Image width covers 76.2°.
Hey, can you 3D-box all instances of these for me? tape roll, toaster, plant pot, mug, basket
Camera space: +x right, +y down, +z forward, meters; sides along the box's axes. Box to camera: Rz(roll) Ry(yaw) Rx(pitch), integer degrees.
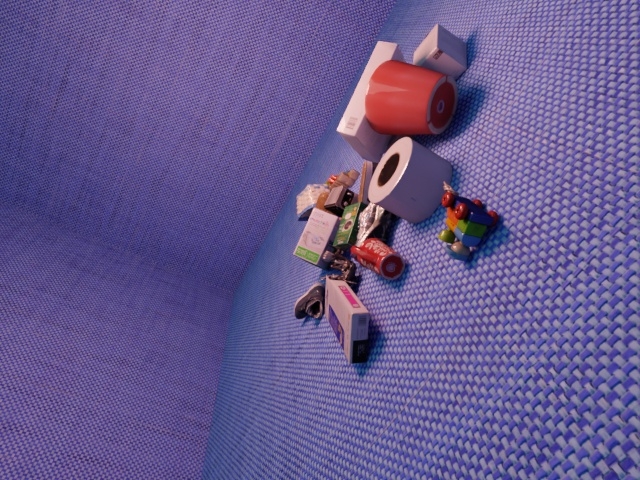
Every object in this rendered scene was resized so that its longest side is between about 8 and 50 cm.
[{"bbox_3d":[0.343,-0.476,1.787,0.219,0.072,0.219,-54,19,29],"label":"tape roll"},{"bbox_3d":[0.121,-0.157,1.850,0.110,0.168,0.185,-65,18,-10],"label":"toaster"},{"bbox_3d":[0.335,-0.498,1.465,0.243,0.275,0.275,26,91,40],"label":"plant pot"},{"bbox_3d":[0.190,0.069,1.380,0.169,0.150,0.113,-141,43,-68],"label":"mug"},{"bbox_3d":[0.297,-0.201,1.377,0.246,0.169,0.246,-55,19,29],"label":"tape roll"},{"bbox_3d":[-0.012,-0.149,2.223,0.255,0.201,0.289,-30,66,58],"label":"basket"}]

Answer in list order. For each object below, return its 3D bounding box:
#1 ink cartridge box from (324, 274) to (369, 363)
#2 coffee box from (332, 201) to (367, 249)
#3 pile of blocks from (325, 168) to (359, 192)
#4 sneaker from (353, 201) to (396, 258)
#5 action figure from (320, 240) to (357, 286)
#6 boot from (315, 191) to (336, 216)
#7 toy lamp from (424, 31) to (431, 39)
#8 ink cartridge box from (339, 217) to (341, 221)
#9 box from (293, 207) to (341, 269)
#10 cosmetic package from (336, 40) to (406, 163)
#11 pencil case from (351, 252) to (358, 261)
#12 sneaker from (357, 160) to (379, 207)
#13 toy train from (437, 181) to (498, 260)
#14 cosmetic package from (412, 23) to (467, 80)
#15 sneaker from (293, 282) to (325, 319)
[{"bbox_3d":[0.082,0.261,1.443,0.371,0.069,0.176,-134,44,-70],"label":"ink cartridge box"},{"bbox_3d":[0.117,-0.057,1.620,0.113,0.040,0.184,-14,53,58],"label":"coffee box"},{"bbox_3d":[0.085,-0.326,2.278,0.362,0.112,0.149,-38,31,55],"label":"pile of blocks"},{"bbox_3d":[0.192,-0.052,1.538,0.122,0.110,0.283,16,70,47],"label":"sneaker"},{"bbox_3d":[0.070,0.116,1.651,0.276,0.141,0.164,-101,18,-64],"label":"action figure"},{"bbox_3d":[0.002,-0.089,2.042,0.115,0.112,0.305,-23,-56,-60],"label":"boot"},{"bbox_3d":[0.522,-0.866,1.785,0.080,0.080,0.275,-57,20,25],"label":"toy lamp"},{"bbox_3d":[0.117,-0.125,2.043,0.115,0.029,0.063,-49,24,42],"label":"ink cartridge box"},{"bbox_3d":[0.000,0.000,1.866,0.231,0.126,0.262,-65,-14,-6],"label":"box"},{"bbox_3d":[0.233,-0.537,1.631,0.097,0.284,0.377,25,90,31],"label":"cosmetic package"},{"bbox_3d":[0.170,-0.011,1.623,0.098,0.095,0.209,-23,43,38],"label":"pencil case"},{"bbox_3d":[0.238,-0.188,1.674,0.099,0.153,0.282,-93,6,-53],"label":"sneaker"},{"bbox_3d":[0.365,-0.057,1.116,0.248,0.105,0.143,-104,29,-64],"label":"toy train"},{"bbox_3d":[0.467,-0.710,1.604,0.151,0.151,0.184,-44,26,51],"label":"cosmetic package"},{"bbox_3d":[-0.057,0.315,1.852,0.226,0.086,0.163,-55,17,27],"label":"sneaker"}]
